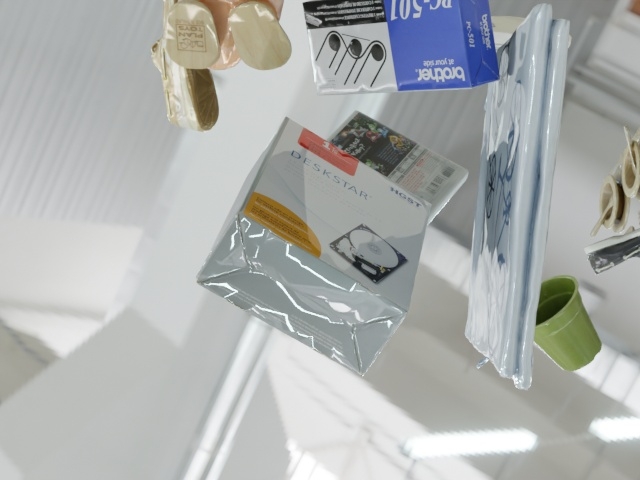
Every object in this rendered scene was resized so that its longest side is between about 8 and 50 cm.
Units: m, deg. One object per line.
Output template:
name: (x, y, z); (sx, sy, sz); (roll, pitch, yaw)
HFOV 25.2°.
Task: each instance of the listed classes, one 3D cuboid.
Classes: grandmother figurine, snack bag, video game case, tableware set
grandmother figurine: (-0.081, -0.300, 1.474); (0.208, 0.104, 0.342); (9, -139, 2)
snack bag: (0.179, -0.038, 1.342); (0.037, 0.323, 0.342); (5, -179, 0)
video game case: (0.067, -0.070, 1.793); (0.173, 0.022, 0.190); (30, -130, 15)
tableware set: (0.404, -0.074, 1.925); (0.039, 0.128, 0.194); (2, 157, -5)

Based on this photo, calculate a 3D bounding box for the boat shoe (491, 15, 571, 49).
boat shoe: (0.214, -0.233, 1.754); (0.184, 0.063, 0.066); (-3, -147, -14)

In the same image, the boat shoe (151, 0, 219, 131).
boat shoe: (-0.157, -0.201, 1.568); (0.059, 0.170, 0.063); (4, -159, 29)

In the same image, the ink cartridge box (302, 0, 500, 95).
ink cartridge box: (0.074, -0.193, 1.373); (0.046, 0.097, 0.207); (-20, -164, -41)

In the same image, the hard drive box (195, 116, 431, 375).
hard drive box: (0.000, 0.000, 1.384); (0.181, 0.089, 0.232); (30, -153, -7)

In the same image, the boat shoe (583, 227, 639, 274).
boat shoe: (0.361, 0.005, 1.624); (0.046, 0.125, 0.038); (-20, -91, -64)

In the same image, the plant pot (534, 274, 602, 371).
plant pot: (0.253, 0.092, 1.498); (0.079, 0.083, 0.083); (51, -174, -21)
